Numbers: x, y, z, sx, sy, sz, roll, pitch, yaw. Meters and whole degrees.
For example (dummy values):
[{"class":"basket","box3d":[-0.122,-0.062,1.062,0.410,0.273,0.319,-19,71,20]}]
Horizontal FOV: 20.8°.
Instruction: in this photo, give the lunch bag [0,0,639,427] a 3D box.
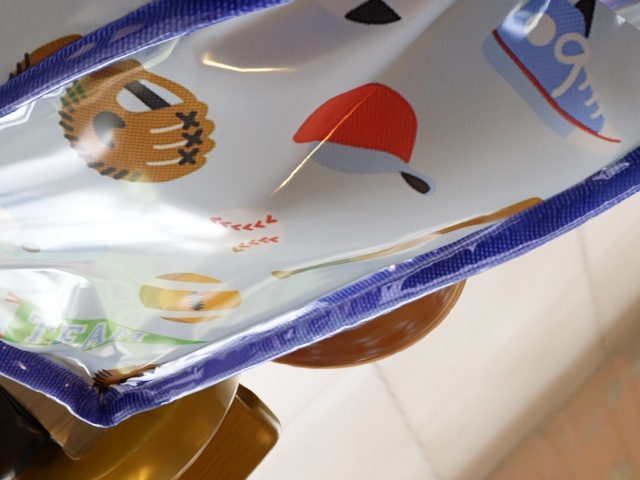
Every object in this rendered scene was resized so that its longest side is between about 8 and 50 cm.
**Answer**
[{"class":"lunch bag","box3d":[-0.017,-0.152,0.636,0.385,0.328,0.239,-21,146,37]}]

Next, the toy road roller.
[{"class":"toy road roller","box3d":[-0.176,0.082,1.170,0.202,0.329,0.240,-47,124,-13]}]

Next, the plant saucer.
[{"class":"plant saucer","box3d":[0.000,0.000,1.159,0.200,0.037,0.200,1,127,1]}]
